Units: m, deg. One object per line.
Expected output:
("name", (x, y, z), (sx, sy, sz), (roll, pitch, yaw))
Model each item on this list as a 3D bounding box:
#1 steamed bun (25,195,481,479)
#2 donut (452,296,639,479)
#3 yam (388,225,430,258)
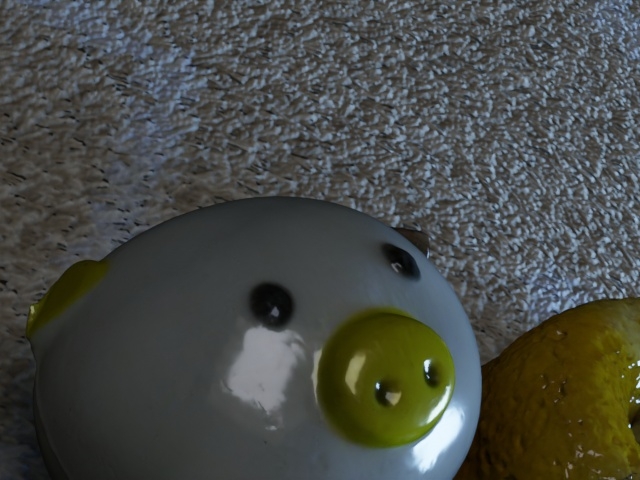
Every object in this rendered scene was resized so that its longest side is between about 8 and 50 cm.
("steamed bun", (-0.048, 0.123, 1.390), (0.374, 0.334, 0.334), (-17, 69, -44))
("donut", (0.327, 0.205, 1.621), (0.435, 0.163, 0.378), (25, 38, -14))
("yam", (0.000, 0.000, 1.678), (0.241, 0.057, 0.057), (6, 56, -27))
